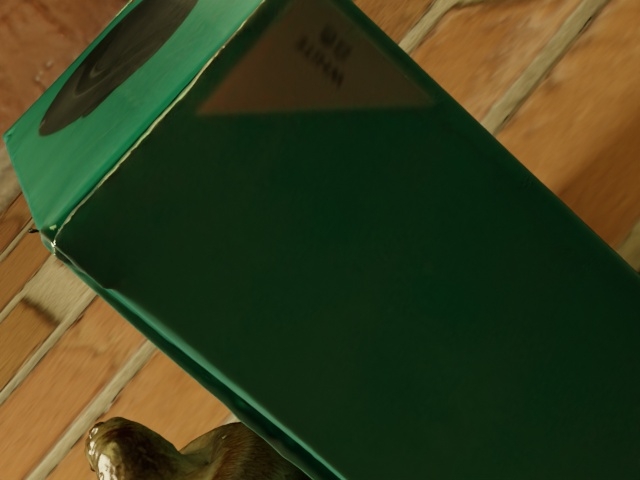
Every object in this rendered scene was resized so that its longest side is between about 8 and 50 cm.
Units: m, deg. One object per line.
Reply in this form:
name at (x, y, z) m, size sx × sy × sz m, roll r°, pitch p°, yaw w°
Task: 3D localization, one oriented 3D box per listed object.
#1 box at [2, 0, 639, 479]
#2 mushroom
box at (0.000, 0.000, 0.710) m, size 0.118 × 0.205 × 0.311 m, roll -50°, pitch 13°, yaw 0°
mushroom at (-0.054, 0.122, 0.784) m, size 0.109 × 0.085 × 0.126 m, roll 23°, pitch 55°, yaw 41°
